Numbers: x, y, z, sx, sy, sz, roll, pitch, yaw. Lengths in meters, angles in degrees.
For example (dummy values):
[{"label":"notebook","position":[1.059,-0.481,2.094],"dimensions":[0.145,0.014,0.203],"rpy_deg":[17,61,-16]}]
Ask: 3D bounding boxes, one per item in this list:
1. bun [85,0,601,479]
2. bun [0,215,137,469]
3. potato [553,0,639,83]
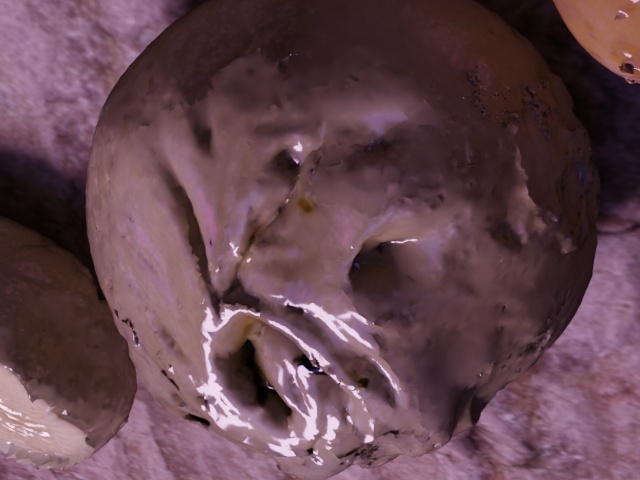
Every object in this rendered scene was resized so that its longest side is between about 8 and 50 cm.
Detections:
[{"label":"bun","position":[0.000,0.000,0.862],"dimensions":[0.326,0.234,0.362],"rpy_deg":[33,134,-3]},{"label":"bun","position":[-0.271,0.071,1.132],"dimensions":[0.259,0.152,0.259],"rpy_deg":[21,153,11]},{"label":"potato","position":[0.170,-0.174,0.626],"dimensions":[0.150,0.146,0.234],"rpy_deg":[25,148,28]}]
